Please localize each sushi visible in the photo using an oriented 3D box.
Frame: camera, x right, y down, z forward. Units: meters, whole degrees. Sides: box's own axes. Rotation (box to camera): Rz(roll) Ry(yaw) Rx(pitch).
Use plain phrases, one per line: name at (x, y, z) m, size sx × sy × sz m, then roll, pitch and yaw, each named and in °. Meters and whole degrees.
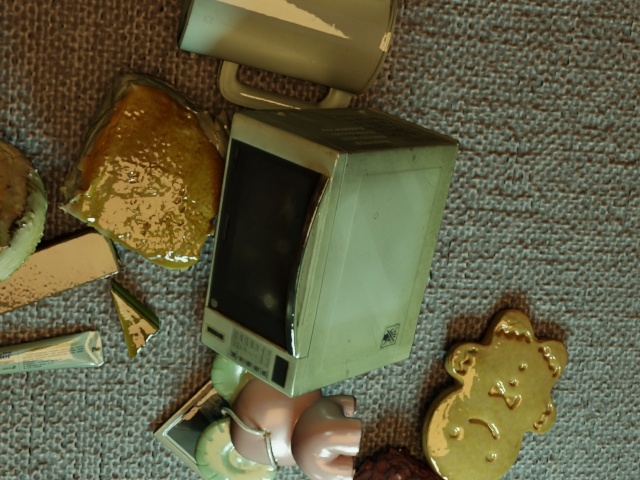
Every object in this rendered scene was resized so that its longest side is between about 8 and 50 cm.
sushi at (0.164, 0.553, 1.673) m, size 0.270 × 0.171 × 0.236 m, roll 36°, pitch 93°, yaw -22°

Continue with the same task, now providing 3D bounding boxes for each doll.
doll at (-0.075, 0.319, 1.526) m, size 0.268 × 0.216 × 0.284 m, roll 9°, pitch 100°, yaw -7°

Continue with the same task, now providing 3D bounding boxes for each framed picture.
framed picture at (-0.157, 0.331, 1.632) m, size 0.260 × 0.023 × 0.189 m, roll -43°, pitch 106°, yaw -1°

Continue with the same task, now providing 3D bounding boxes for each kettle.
kettle at (-0.063, -0.339, 1.408) m, size 0.318 × 0.205 × 0.265 m, roll 12°, pitch 97°, yaw -17°

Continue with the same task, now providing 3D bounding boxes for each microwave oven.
microwave oven at (0.000, 0.000, 1.398) m, size 0.333 × 0.247 × 0.394 m, roll -11°, pitch 119°, yaw -44°

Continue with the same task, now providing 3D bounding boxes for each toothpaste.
toothpaste at (-0.509, 0.204, 1.518) m, size 0.255 × 0.037 × 0.067 m, roll -7°, pitch 98°, yaw -14°

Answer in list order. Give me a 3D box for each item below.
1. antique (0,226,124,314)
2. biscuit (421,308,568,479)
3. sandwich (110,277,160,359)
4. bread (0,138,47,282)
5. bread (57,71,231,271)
antique at (-0.490, 0.058, 1.459) m, size 0.310 × 0.093 × 0.087 m, roll -21°, pitch 106°, yaw -7°
biscuit at (0.335, 0.313, 1.687) m, size 0.275 × 0.052 × 0.355 m, roll 40°, pitch 81°, yaw -17°
sandwich at (-0.346, 0.136, 1.518) m, size 0.074 × 0.074 × 0.116 m, roll -45°, pitch 106°, yaw 0°
bread at (-0.572, -0.029, 1.352) m, size 0.306 × 0.158 × 0.305 m, roll -1°, pitch 61°, yaw 3°
bread at (-0.263, -0.118, 1.402) m, size 0.250 × 0.225 × 0.279 m, roll 29°, pitch 84°, yaw -22°
